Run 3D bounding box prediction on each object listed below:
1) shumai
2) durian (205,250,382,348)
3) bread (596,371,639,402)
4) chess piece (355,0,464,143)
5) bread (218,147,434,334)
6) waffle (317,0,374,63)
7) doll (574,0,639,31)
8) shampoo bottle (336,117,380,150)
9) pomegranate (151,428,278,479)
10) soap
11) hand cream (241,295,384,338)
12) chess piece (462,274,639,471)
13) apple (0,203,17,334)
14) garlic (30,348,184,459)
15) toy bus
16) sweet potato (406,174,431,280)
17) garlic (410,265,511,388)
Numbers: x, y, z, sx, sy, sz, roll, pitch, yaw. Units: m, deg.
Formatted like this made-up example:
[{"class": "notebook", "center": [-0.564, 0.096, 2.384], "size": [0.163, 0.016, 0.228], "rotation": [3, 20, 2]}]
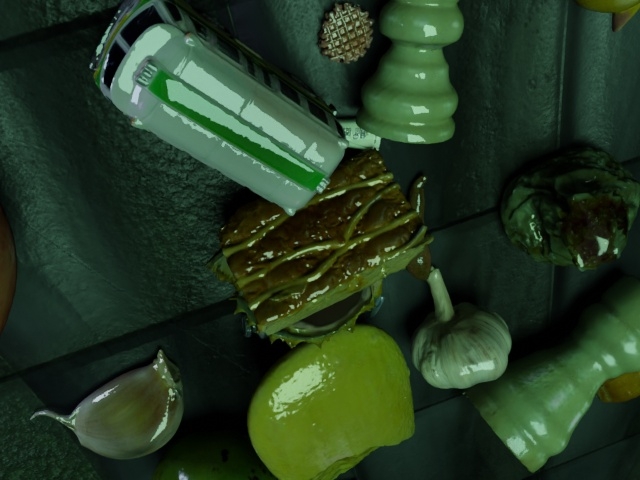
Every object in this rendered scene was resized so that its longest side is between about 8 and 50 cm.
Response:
[{"class": "shumai", "center": [0.468, -0.030, 1.054], "size": [0.261, 0.222, 0.225], "rotation": [-3, 122, -24]}, {"class": "durian", "center": [-0.011, 0.079, 0.974], "size": [0.305, 0.195, 0.185], "rotation": [-13, 134, -14]}, {"class": "bread", "center": [0.743, 0.283, 1.451], "size": [0.235, 0.099, 0.210], "rotation": [-31, 129, 3]}, {"class": "chess piece", "center": [0.128, -0.271, 0.814], "size": [0.145, 0.144, 0.251], "rotation": [-5, 119, -17]}, {"class": "bread", "center": [0.000, 0.000, 0.899], "size": [0.275, 0.184, 0.114], "rotation": [-26, 157, -7]}, {"class": "waffle", "center": [0.035, -0.282, 0.831], "size": [0.075, 0.029, 0.083], "rotation": [5, 120, -24]}, {"class": "doll", "center": [0.343, -0.398, 0.781], "size": [0.270, 0.162, 0.166], "rotation": [19, 87, -24]}, {"class": "shampoo bottle", "center": [0.024, -0.160, 0.912], "size": [0.141, 0.034, 0.048], "rotation": [-2, 130, -17]}, {"class": "pomegranate", "center": [-0.195, 0.479, 1.165], "size": [0.255, 0.270, 0.254], "rotation": [0, 97, 4]}, {"class": "soap", "center": [0.034, 0.320, 1.101], "size": [0.306, 0.115, 0.427], "rotation": [-28, 131, -8]}, {"class": "hand cream", "center": [-0.012, 0.137, 1.095], "size": [0.256, 0.055, 0.088], "rotation": [-5, 146, -17]}, {"class": "chess piece", "center": [0.547, 0.273, 1.307], "size": [0.442, 0.234, 0.234], "rotation": [-41, 128, 7]}, {"class": "apple", "center": [-0.534, 0.055, 0.672], "size": [0.364, 0.363, 0.363], "rotation": [-10, 127, -14]}, {"class": "garlic", "center": [-0.357, 0.320, 1.081], "size": [0.267, 0.148, 0.128], "rotation": [-24, 165, -8]}, {"class": "toy bus", "center": [-0.119, -0.167, 0.754], "size": [0.306, 0.179, 0.143], "rotation": [30, 110, -29]}, {"class": "sweet potato", "center": [0.167, -0.015, 1.061], "size": [0.050, 0.050, 0.214], "rotation": [-15, 125, -9]}, {"class": "garlic", "center": [0.253, 0.151, 1.149], "size": [0.199, 0.199, 0.225], "rotation": [-20, 103, -6]}]
